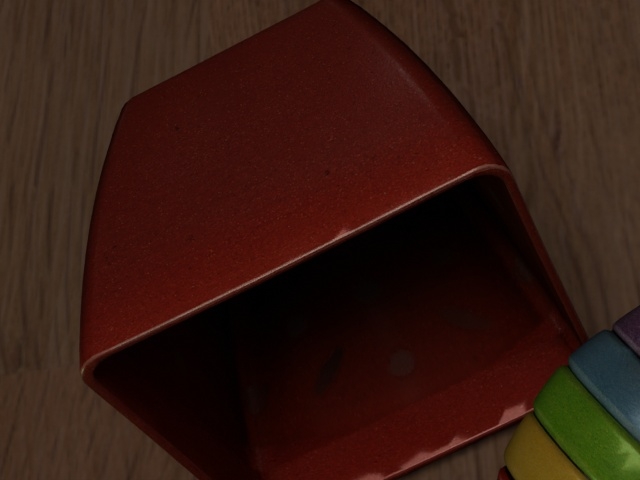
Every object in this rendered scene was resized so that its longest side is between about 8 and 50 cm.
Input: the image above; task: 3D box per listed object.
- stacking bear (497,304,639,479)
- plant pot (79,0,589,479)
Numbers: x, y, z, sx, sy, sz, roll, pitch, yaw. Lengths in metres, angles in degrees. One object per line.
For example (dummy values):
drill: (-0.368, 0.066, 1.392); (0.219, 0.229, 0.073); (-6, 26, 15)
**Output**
stacking bear: (0.182, 0.161, 0.791); (0.289, 0.175, 0.164); (-47, 57, 6)
plant pot: (0.000, 0.000, 0.870); (0.267, 0.267, 0.236); (-26, 50, 8)
